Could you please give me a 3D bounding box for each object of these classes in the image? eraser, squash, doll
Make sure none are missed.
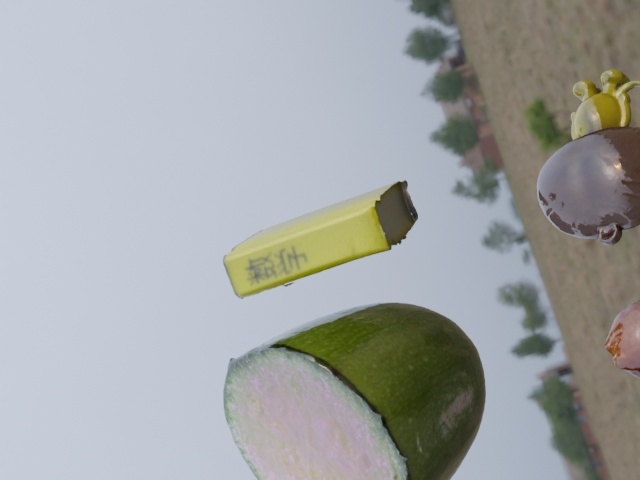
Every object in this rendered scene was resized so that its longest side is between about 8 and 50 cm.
[{"bbox_3d":[0.000,0.000,1.503,0.069,0.226,0.158,67,-159,-8],"label":"eraser"},{"bbox_3d":[0.084,0.186,1.532,0.309,0.310,0.310,-38,-65,-37],"label":"squash"},{"bbox_3d":[0.290,-0.082,1.170,0.096,0.145,0.188,38,-110,-38],"label":"doll"}]

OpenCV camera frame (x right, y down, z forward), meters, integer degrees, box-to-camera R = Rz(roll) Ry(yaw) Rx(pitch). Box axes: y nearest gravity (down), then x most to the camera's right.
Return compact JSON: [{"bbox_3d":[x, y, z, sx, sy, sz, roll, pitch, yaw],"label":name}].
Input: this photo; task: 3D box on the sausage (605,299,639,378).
[{"bbox_3d":[0.509,0.069,1.428,0.097,0.348,0.094,68,-173,29],"label":"sausage"}]
